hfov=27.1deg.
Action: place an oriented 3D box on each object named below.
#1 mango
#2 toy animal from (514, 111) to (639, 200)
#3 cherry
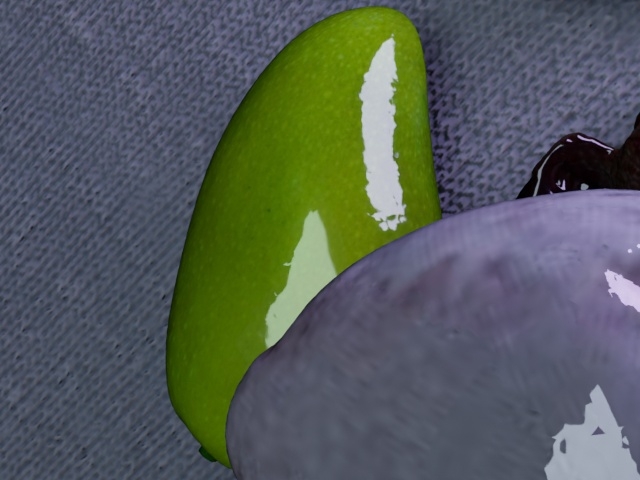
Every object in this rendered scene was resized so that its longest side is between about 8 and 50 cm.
[{"bbox_3d":[0.000,0.000,0.936,0.192,0.156,0.343,13,90,23],"label":"mango"},{"bbox_3d":[0.233,-0.020,0.892,0.219,0.116,0.179,4,58,27],"label":"toy animal"},{"bbox_3d":[0.134,0.115,0.732,0.335,0.291,0.326,39,124,13],"label":"cherry"}]
